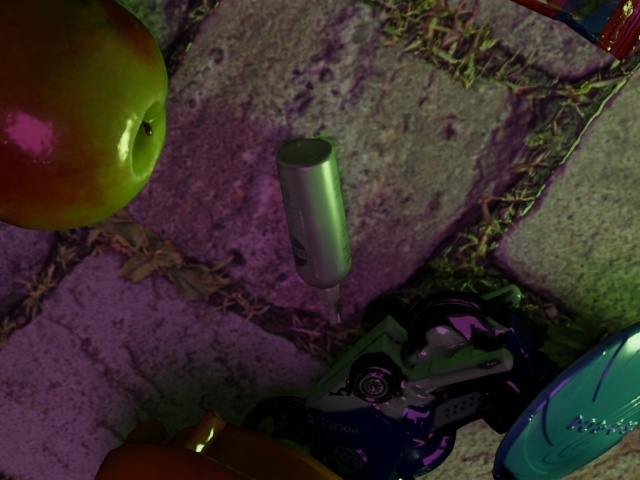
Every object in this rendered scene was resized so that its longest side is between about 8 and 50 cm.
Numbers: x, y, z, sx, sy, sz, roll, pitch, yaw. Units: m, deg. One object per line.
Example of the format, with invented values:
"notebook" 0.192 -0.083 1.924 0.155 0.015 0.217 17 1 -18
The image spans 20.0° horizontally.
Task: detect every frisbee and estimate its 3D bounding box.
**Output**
"frisbee" 0.268 0.165 1.732 0.242 0.045 0.242 -29 150 -18

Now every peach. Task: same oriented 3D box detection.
"peach" -0.241 -0.120 1.541 0.231 0.231 0.231 0 122 1

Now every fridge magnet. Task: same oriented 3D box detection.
"fridge magnet" -0.057 0.308 1.783 0.363 0.155 0.363 26 151 16

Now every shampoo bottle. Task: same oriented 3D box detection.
"shampoo bottle" 0.000 0.000 1.710 0.056 0.056 0.195 -7 121 5

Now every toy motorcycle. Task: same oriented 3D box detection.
"toy motorcycle" 0.082 0.171 1.780 0.331 0.125 0.196 -35 113 29

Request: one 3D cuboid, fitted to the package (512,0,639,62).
"package" 0.201 -0.231 1.582 0.200 0.022 0.083 25 119 -12
